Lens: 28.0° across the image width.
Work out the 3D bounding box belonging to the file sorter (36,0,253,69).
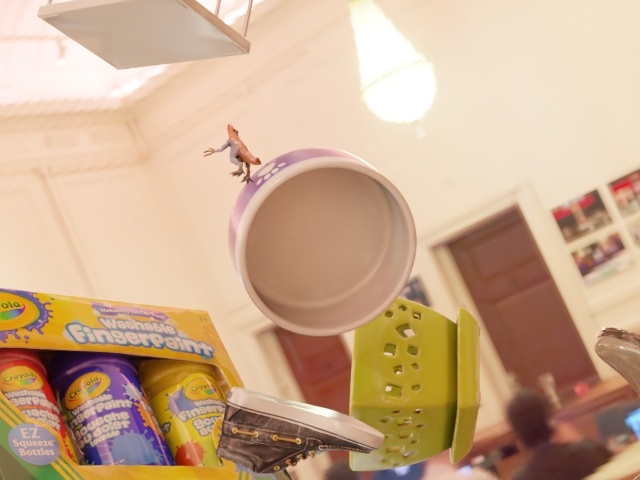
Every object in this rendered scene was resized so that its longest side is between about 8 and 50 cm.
[{"bbox_3d":[-0.259,-0.395,1.997,0.278,0.173,0.193,-1,-20,35],"label":"file sorter"}]

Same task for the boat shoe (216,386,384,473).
[{"bbox_3d":[-0.025,0.229,1.450,0.183,0.083,0.065,16,1,2],"label":"boat shoe"}]

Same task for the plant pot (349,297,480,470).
[{"bbox_3d":[0.155,0.238,2.115,0.207,0.227,0.228,3,-37,2],"label":"plant pot"}]

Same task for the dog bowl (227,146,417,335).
[{"bbox_3d":[0.000,0.000,1.876,0.265,0.265,0.104,-24,22,-7],"label":"dog bowl"}]

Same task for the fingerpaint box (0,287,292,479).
[{"bbox_3d":[-0.295,0.253,1.727,0.445,0.371,0.163,10,-54,-40],"label":"fingerpaint box"}]

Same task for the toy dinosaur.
[{"bbox_3d":[-0.094,-0.109,1.534,0.090,0.082,0.047,-25,-30,37],"label":"toy dinosaur"}]

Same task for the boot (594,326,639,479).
[{"bbox_3d":[0.366,0.216,1.368,0.161,0.246,0.083,-51,-14,-8],"label":"boot"}]
